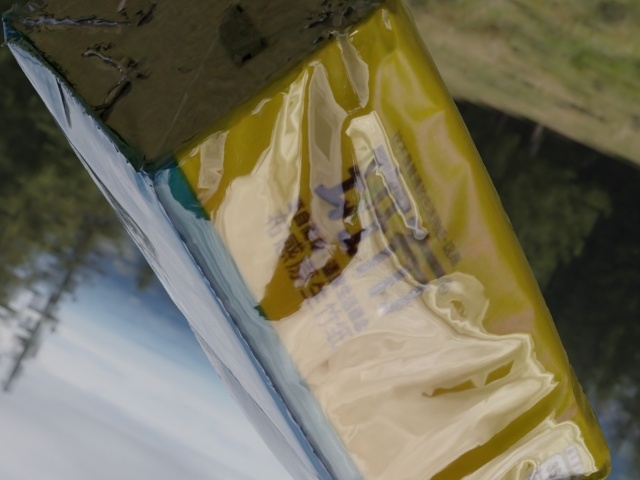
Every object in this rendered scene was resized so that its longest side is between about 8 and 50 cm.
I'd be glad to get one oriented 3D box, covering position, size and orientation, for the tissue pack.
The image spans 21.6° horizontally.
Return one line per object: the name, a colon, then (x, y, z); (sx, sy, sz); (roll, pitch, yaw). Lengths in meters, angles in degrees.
tissue pack: (0.000, 0.000, 0.446); (0.120, 0.082, 0.169); (44, 166, 53)
